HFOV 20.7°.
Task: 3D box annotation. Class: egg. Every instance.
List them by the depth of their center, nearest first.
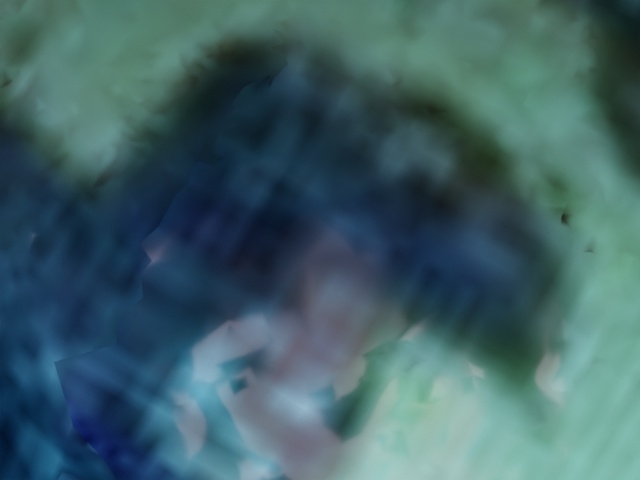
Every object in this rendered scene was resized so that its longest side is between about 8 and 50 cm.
[{"bbox_3d":[0.000,0.000,0.490,0.428,0.345,0.345,43,115,14],"label":"egg"}]
